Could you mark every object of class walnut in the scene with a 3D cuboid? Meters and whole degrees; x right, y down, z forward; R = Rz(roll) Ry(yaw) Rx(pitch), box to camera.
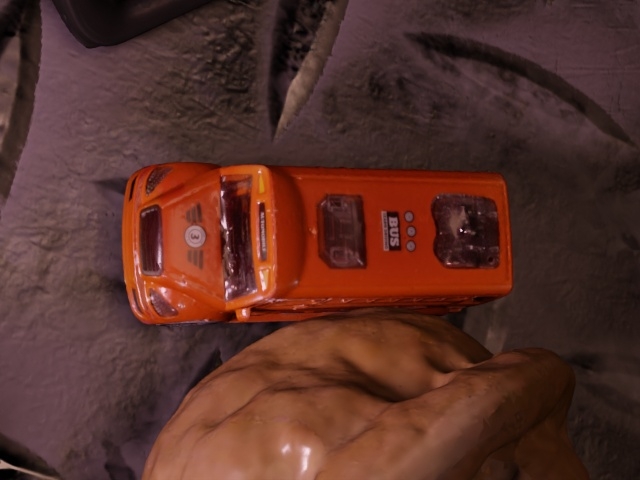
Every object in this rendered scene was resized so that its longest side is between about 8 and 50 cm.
[{"bbox_3d":[0.039,0.224,1.107,0.384,0.383,0.383,4,80,-27],"label":"walnut"}]

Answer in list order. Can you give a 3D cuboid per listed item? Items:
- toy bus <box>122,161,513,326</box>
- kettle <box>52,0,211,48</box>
[{"bbox_3d":[0.000,0.000,1.212,0.329,0.153,0.143,1,83,-28],"label":"toy bus"},{"bbox_3d":[-0.139,-0.352,1.198,0.308,0.262,0.203,-35,64,-24],"label":"kettle"}]
